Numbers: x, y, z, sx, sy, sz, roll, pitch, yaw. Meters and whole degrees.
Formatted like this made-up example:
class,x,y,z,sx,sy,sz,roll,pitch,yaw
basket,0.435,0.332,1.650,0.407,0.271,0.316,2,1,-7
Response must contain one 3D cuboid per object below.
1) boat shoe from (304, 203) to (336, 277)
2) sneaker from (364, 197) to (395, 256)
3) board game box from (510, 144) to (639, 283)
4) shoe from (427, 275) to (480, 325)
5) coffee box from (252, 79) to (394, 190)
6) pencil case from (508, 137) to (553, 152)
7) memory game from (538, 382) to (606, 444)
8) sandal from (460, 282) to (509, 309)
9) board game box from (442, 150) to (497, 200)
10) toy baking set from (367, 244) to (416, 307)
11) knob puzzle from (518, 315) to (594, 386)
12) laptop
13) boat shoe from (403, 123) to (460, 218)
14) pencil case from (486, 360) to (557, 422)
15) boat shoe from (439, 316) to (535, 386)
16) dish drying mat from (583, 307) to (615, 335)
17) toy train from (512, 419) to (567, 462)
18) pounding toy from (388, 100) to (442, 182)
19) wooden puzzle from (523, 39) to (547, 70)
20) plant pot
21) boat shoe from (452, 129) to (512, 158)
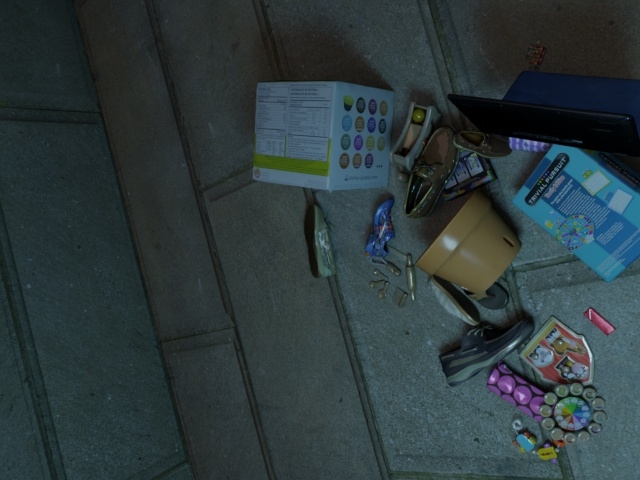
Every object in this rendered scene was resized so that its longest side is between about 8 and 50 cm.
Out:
class,x,y,z,sx,sy,sz,roll,pitch,yaw
boat shoe,0.000,0.000,2.018,0.104,0.089,0.285,-179,84,-65
sneaker,0.226,-0.042,1.827,0.087,0.083,0.221,19,107,17
board game box,0.705,-0.090,1.358,0.336,0.079,0.253,47,145,21
shoe,0.431,0.198,1.699,0.219,0.077,0.058,51,128,31
coffee box,0.011,-0.357,1.773,0.338,0.338,0.334,13,104,38
pencil case,0.629,-0.286,1.443,0.206,0.086,0.088,11,130,37
memory game,0.720,0.496,1.491,0.186,0.012,0.186,1,95,7
sandal,0.487,0.144,1.649,0.219,0.060,0.090,42,121,26
board game box,0.444,-0.220,1.632,0.170,0.048,0.141,-26,79,39
toy baking set,0.251,0.113,1.856,0.197,0.030,0.256,3,99,39
knob puzzle,0.705,0.348,1.527,0.213,0.030,0.213,7,102,38
laptop,0.577,-0.353,1.236,0.382,0.408,0.236,19,93,36
boat shoe,0.342,-0.208,1.618,0.111,0.104,0.307,27,113,36
pencil case,0.612,0.461,1.587,0.209,0.095,0.098,31,98,29
boat shoe,0.498,0.329,1.627,0.355,0.132,0.130,-47,67,34
dish drying mat,0.779,0.227,1.460,0.083,0.008,0.032,47,122,23
toy train,0.673,0.599,1.588,0.166,0.046,0.125,4,98,36
pounding toy,0.271,-0.315,1.688,0.155,0.154,0.269,25,112,33
wooden puzzle,0.606,-0.524,1.475,0.049,0.006,0.083,30,115,32
plant pot,0.448,0.021,1.542,0.203,0.291,0.291,38,121,9
boat shoe,0.480,-0.286,1.536,0.178,0.060,0.064,13,82,3
